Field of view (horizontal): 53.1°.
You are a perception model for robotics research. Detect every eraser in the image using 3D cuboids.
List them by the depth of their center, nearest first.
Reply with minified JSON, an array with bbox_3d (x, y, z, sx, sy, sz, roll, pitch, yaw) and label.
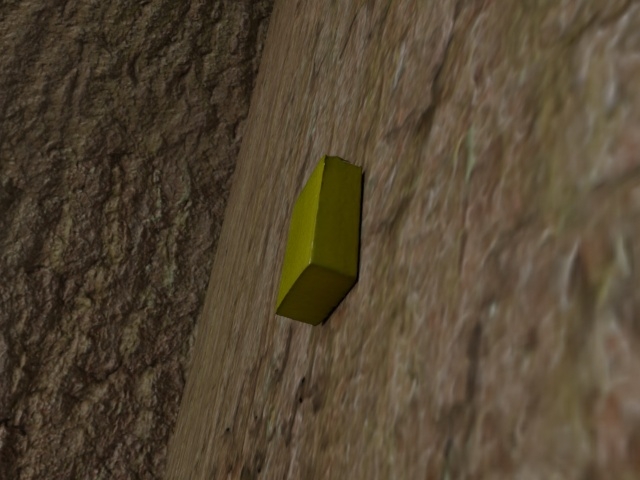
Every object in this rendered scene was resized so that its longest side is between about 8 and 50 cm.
[{"bbox_3d":[0.000,0.000,0.574,0.097,0.045,0.122,122,160,-52],"label":"eraser"}]
